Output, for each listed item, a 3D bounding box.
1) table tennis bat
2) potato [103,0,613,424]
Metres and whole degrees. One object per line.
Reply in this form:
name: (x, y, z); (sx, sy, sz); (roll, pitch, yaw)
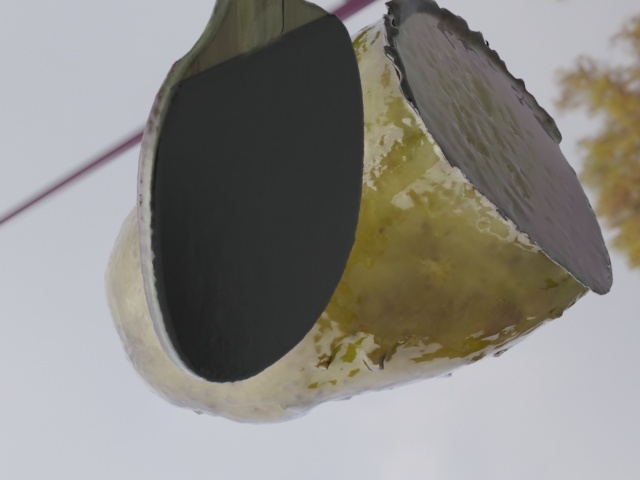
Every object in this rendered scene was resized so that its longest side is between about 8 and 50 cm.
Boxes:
table tennis bat: (-0.025, -0.058, 0.725); (0.138, 0.022, 0.246); (-32, -52, -46)
potato: (0.000, 0.000, 1.065); (0.229, 0.266, 0.229); (49, -158, -28)
